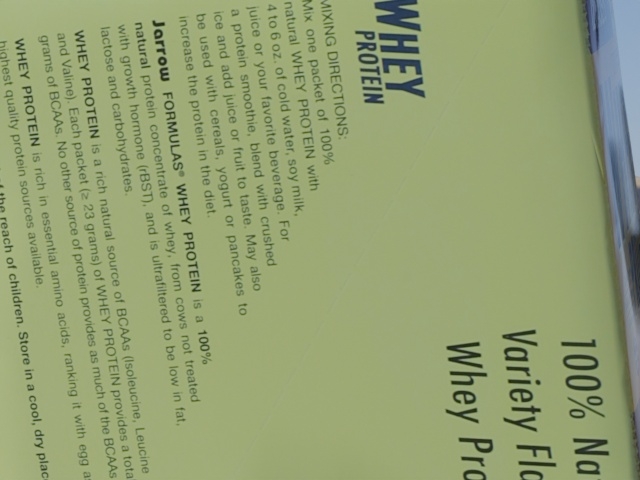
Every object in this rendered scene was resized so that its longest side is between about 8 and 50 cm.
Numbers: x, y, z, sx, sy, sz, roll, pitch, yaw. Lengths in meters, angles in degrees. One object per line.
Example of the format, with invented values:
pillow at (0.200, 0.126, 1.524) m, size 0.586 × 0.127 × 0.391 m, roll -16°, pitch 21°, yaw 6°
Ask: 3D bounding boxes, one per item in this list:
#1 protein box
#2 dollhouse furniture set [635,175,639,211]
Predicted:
protein box at (0.000, 0.000, 0.634) m, size 0.201 × 0.200 × 0.136 m, roll -6°, pitch 8°, yaw 13°
dollhouse furniture set at (0.198, -0.057, 1.526) m, size 0.394 × 0.257 × 0.362 m, roll 22°, pitch 40°, yaw 41°
